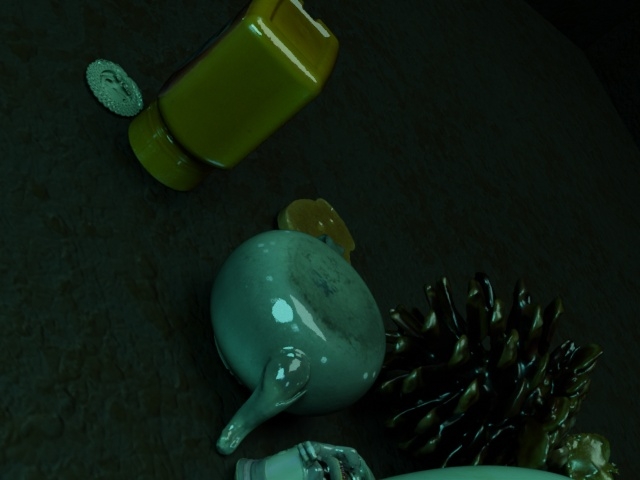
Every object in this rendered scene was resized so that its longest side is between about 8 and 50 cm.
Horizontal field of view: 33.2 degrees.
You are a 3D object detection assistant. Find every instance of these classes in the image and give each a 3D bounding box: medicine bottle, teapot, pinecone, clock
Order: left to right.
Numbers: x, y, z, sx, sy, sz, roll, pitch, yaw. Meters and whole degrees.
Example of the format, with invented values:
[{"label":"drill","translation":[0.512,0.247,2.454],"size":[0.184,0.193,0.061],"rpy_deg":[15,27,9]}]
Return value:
[{"label":"clock","translation":[-0.227,-0.167,1.182],"size":[0.074,0.010,0.083],"rpy_deg":[48,27,-11]},{"label":"medicine bottle","translation":[-0.096,-0.155,1.139],"size":[0.112,0.222,0.149],"rpy_deg":[45,27,-15]},{"label":"teapot","translation":[-0.028,0.086,1.069],"size":[0.193,0.129,0.294],"rpy_deg":[44,25,-17]},{"label":"pinecone","translation":[0.175,0.150,1.190],"size":[0.264,0.264,0.264],"rpy_deg":[39,30,-27]}]

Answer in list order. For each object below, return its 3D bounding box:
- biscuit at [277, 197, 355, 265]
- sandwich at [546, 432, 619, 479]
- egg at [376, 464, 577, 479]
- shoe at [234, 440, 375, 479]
[{"label":"biscuit","translation":[-0.001,0.001,1.328],"size":[0.140,0.023,0.118],"rpy_deg":[-2,59,-60]},{"label":"sandwich","translation":[0.316,0.379,1.216],"size":[0.226,0.087,0.251],"rpy_deg":[77,3,-46]},{"label":"egg","translation":[0.077,0.285,0.779],"size":[0.370,0.230,0.230],"rpy_deg":[-14,62,-17]},{"label":"shoe","translation":[0.009,0.229,0.985],"size":[0.180,0.092,0.089],"rpy_deg":[31,33,-37]}]
